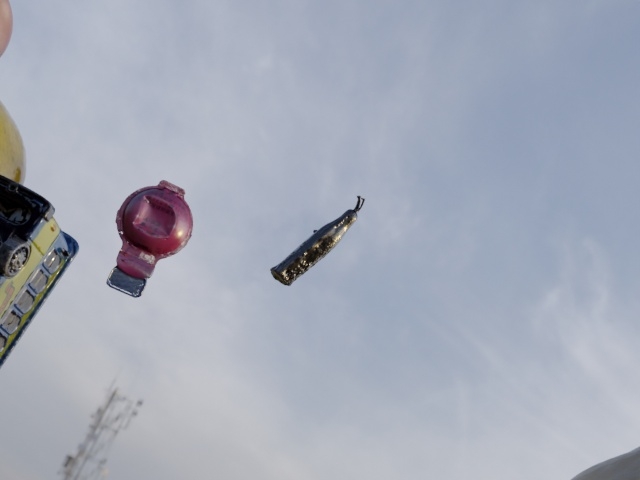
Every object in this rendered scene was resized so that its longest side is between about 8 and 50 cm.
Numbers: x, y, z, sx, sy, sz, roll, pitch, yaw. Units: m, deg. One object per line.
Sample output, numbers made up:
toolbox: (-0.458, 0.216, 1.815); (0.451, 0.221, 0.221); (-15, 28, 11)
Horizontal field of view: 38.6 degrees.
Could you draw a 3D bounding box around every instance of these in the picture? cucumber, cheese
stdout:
cucumber: (0.000, 0.000, 1.257); (0.039, 0.163, 0.043); (36, -23, 35)
cheese: (-0.344, -0.006, 1.830); (0.155, 0.244, 0.062); (24, -15, -5)

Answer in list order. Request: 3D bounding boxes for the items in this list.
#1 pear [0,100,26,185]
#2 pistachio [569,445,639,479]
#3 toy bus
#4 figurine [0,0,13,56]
pear: (-0.572, -0.089, 1.415); (0.191, 0.340, 0.386); (29, -12, -3)
pistachio: (0.348, 0.324, 1.054); (0.144, 0.144, 0.215); (32, -60, -15)
toy bus: (-0.476, 0.065, 1.255); (0.138, 0.287, 0.175); (26, -20, 11)
figurine: (-0.491, -0.112, 1.029); (0.277, 0.388, 0.248); (3, 10, 37)
